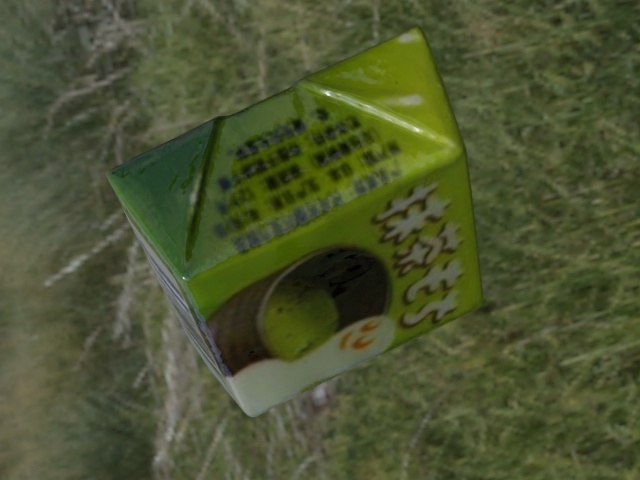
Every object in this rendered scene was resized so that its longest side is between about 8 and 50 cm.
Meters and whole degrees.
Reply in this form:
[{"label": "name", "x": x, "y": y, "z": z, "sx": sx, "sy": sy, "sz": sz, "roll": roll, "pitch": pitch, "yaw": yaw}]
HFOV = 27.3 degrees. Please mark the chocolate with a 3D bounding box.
[{"label": "chocolate", "x": 0.000, "y": 0.000, "z": 1.156, "sx": 0.137, "sy": 0.288, "sz": 0.301, "roll": 61, "pitch": 174, "yaw": 32}]
